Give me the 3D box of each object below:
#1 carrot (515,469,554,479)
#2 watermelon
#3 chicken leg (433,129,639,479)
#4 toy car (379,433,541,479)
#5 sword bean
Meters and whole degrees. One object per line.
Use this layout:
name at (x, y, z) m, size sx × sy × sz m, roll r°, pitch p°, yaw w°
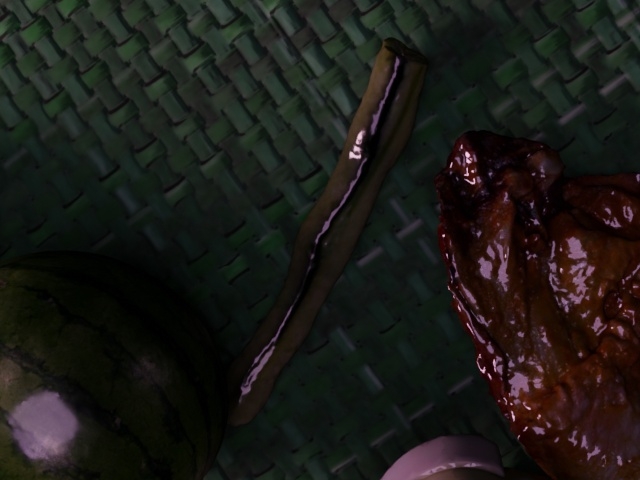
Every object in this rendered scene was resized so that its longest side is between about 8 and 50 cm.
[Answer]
carrot at (0.194, 0.190, 0.954) m, size 0.257 × 0.061 × 0.061 m, roll 12°, pitch 98°, yaw 6°
watermelon at (-0.142, 0.107, 0.934) m, size 0.215 × 0.188 × 0.188 m, roll 42°, pitch 101°, yaw 3°
chicken leg at (0.184, 0.066, 0.935) m, size 0.177 × 0.083 × 0.322 m, roll -29°, pitch 88°, yaw -6°
toy car at (0.136, 0.302, 0.858) m, size 0.336 × 0.226 × 0.242 m, roll 32°, pitch 109°, yaw -12°
sword bean at (0.000, 0.001, 0.975) m, size 0.043 × 0.038 × 0.269 m, roll 27°, pitch 101°, yaw 0°
